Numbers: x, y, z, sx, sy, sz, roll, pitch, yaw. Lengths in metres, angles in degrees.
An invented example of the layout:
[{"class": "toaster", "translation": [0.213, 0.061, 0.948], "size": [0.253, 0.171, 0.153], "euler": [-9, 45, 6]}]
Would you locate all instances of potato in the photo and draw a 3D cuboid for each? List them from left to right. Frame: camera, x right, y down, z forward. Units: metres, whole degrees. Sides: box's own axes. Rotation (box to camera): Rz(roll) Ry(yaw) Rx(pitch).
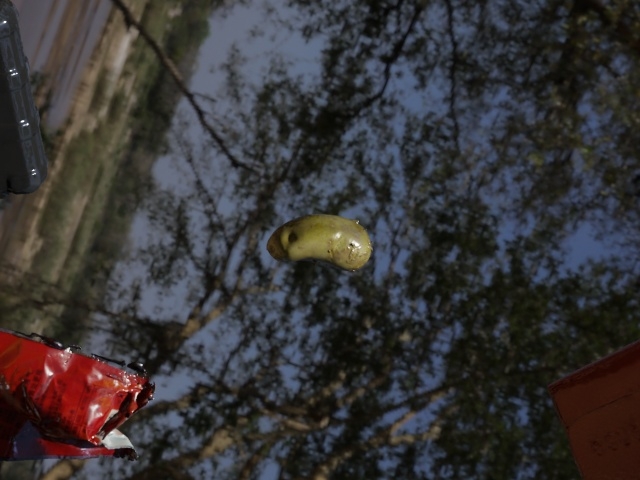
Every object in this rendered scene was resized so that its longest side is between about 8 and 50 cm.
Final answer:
[{"class": "potato", "translation": [0.000, 0.000, 1.198], "size": [0.091, 0.138, 0.070], "euler": [-171, -91, -74]}]

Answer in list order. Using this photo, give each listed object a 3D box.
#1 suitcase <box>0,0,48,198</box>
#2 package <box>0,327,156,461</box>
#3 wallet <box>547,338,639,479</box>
[{"class": "suitcase", "translation": [-0.435, -0.135, 0.928], "size": [0.066, 0.285, 0.206], "euler": [-101, -173, -61]}, {"class": "package", "translation": [-0.375, 0.230, 1.283], "size": [0.071, 0.269, 0.194], "euler": [-155, -100, -75]}, {"class": "wallet", "translation": [0.249, 0.097, 0.557], "size": [0.204, 0.045, 0.142], "euler": [-29, -143, 15]}]
